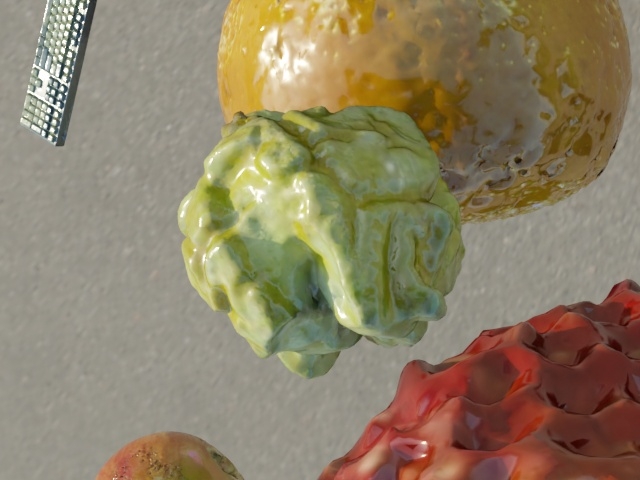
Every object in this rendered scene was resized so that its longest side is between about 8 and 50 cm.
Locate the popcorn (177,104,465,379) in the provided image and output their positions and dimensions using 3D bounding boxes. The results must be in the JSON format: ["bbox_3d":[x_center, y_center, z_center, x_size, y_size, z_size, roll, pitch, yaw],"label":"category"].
[{"bbox_3d":[0.000,0.001,1.081,0.187,0.167,0.185,-8,160,6],"label":"popcorn"}]

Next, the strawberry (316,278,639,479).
[{"bbox_3d":[0.140,0.132,0.592,0.265,0.336,0.149,50,145,-9],"label":"strawberry"}]

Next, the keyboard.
[{"bbox_3d":[-0.230,-0.174,1.446,0.055,0.014,0.176,30,114,34],"label":"keyboard"}]

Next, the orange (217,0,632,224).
[{"bbox_3d":[0.079,-0.151,1.321,0.340,0.340,0.293,-13,88,28],"label":"orange"}]

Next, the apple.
[{"bbox_3d":[-0.134,0.237,1.442,0.146,0.146,0.146,10,123,16],"label":"apple"}]
